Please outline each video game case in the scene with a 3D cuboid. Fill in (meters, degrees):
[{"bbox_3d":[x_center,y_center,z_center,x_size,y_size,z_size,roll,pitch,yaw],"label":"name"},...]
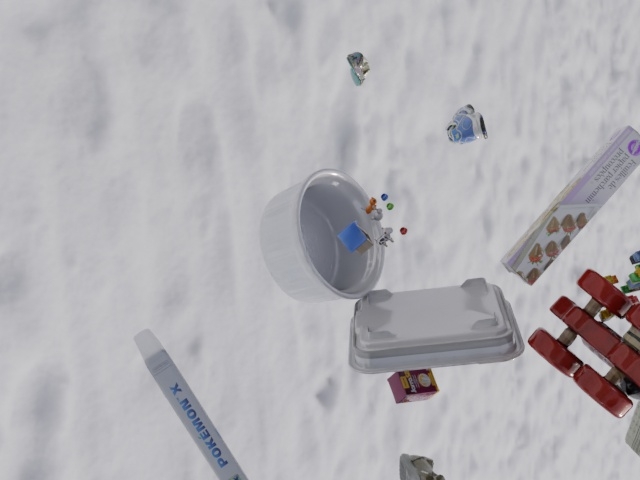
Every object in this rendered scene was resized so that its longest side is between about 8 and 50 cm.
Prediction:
[{"bbox_3d":[-0.185,0.278,1.351,0.036,0.329,0.300,-33,97,-13],"label":"video game case"}]

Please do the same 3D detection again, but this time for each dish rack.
[{"bbox_3d":[0.216,0.155,1.749,0.285,0.332,0.073,-82,163,-68],"label":"dish rack"}]

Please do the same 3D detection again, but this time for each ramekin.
[{"bbox_3d":[0.000,0.000,1.871,0.277,0.135,0.277,21,61,-43],"label":"ramekin"}]

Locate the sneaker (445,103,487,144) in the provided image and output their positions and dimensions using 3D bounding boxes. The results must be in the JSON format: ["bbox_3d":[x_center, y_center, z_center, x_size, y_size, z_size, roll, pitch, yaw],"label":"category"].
[{"bbox_3d":[0.335,-0.275,2.130,0.211,0.081,0.080,-98,171,-79],"label":"sneaker"}]

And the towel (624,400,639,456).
[{"bbox_3d":[0.715,0.318,1.729,0.312,0.056,0.325,-109,-145,-76],"label":"towel"}]

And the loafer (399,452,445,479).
[{"bbox_3d":[0.233,0.525,1.863,0.251,0.087,0.095,-114,-158,-64],"label":"loafer"}]

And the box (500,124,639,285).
[{"bbox_3d":[0.448,-0.060,1.574,0.324,0.063,0.067,-49,-177,3],"label":"box"}]

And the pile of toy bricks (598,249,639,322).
[{"bbox_3d":[0.591,0.064,1.602,0.105,0.212,0.118,110,-38,-63],"label":"pile of toy bricks"}]

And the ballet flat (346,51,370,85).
[{"bbox_3d":[0.076,-0.329,1.713,0.114,0.041,0.041,57,38,-75],"label":"ballet flat"}]

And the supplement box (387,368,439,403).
[{"bbox_3d":[0.179,0.278,1.719,0.083,0.043,0.055,-1,58,-32],"label":"supplement box"}]

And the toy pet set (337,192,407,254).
[{"bbox_3d":[0.090,-0.035,1.732,0.065,0.114,0.122,38,17,-41],"label":"toy pet set"}]

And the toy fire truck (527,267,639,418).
[{"bbox_3d":[0.518,0.202,1.497,0.253,0.302,0.169,34,97,-33],"label":"toy fire truck"}]
